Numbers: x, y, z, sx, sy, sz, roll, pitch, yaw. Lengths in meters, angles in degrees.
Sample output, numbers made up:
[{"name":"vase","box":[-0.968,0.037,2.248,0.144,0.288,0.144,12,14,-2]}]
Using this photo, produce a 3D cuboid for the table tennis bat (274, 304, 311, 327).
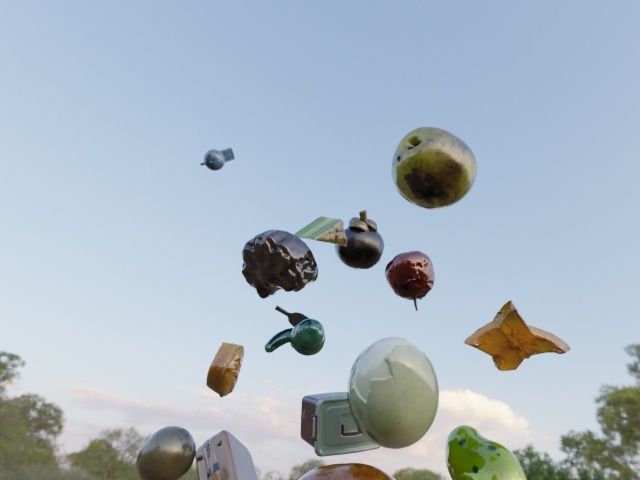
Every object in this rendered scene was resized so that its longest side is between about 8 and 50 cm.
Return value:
[{"name":"table tennis bat","box":[-0.129,0.400,2.141,0.234,0.022,0.131,32,-47,-6]}]

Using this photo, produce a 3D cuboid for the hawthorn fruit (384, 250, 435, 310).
[{"name":"hawthorn fruit","box":[0.410,0.185,1.893,0.210,0.267,0.230,-14,-13,40]}]

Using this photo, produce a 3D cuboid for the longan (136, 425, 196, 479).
[{"name":"longan","box":[-0.479,0.671,1.299,0.187,0.168,0.167,-31,-47,11]}]

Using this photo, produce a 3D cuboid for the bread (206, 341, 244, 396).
[{"name":"bread","box":[-0.444,0.604,1.916,0.129,0.261,0.134,17,2,5]}]

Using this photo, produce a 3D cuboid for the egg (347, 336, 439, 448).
[{"name":"egg","box":[0.217,0.439,1.257,0.277,0.278,0.337,4,-68,7]}]

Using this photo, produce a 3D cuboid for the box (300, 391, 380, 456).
[{"name":"box","box":[0.071,0.642,1.499,0.293,0.194,0.167,8,-13,-28]}]

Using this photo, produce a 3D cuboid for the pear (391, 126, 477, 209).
[{"name":"pear","box":[0.373,-0.239,1.395,0.282,0.284,0.284,6,-36,4]}]

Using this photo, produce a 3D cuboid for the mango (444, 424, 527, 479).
[{"name":"mango","box":[0.440,0.621,1.151,0.175,0.293,0.143,-40,-76,-3]}]

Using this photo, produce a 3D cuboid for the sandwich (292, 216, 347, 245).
[{"name":"sandwich","box":[0.000,0.000,1.006,0.074,0.116,0.074,11,-58,38]}]

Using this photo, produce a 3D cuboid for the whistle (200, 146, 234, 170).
[{"name":"whistle","box":[-0.398,-0.320,1.636,0.157,0.090,0.090,-27,-23,-29]}]

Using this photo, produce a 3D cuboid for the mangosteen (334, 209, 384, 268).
[{"name":"mangosteen","box":[0.203,-0.005,2.137,0.274,0.275,0.303,7,-80,3]}]

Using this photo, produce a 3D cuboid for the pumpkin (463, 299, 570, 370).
[{"name":"pumpkin","box":[0.746,0.393,1.611,0.290,0.095,0.258,39,-71,-5]}]

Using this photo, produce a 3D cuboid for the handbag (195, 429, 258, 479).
[{"name":"handbag","box":[-0.297,0.849,1.449,0.149,0.302,0.283,-37,-55,-5]}]

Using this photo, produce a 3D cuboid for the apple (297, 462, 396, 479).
[{"name":"apple","box":[0.081,0.749,0.995,0.399,0.401,0.334,15,-26,-8]}]

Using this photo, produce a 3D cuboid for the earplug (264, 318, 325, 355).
[{"name":"earplug","box":[-0.102,0.438,1.928,0.257,0.164,0.280,19,-38,-10]}]

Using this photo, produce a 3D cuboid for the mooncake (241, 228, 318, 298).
[{"name":"mooncake","box":[-0.227,0.123,2.114,0.380,0.212,0.351,-28,-88,37]}]
